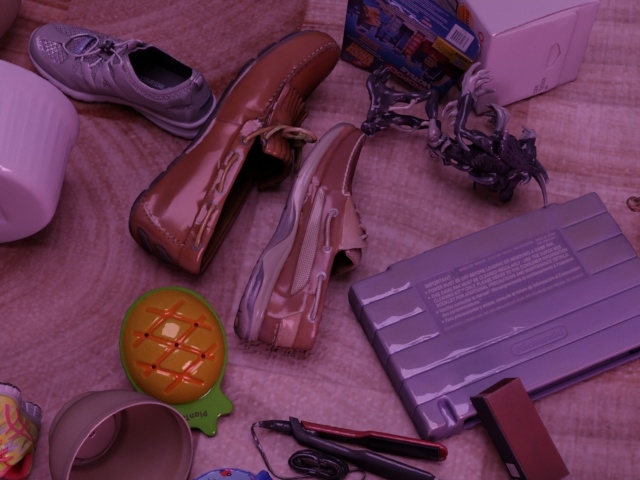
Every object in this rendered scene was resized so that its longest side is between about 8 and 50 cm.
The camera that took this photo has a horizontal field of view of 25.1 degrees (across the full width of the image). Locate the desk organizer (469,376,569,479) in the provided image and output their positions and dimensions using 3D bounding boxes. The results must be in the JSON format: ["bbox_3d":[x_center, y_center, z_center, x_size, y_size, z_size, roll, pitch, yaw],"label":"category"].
[{"bbox_3d":[0.230,0.225,1.656,0.050,0.047,0.130,-28,91,-17],"label":"desk organizer"}]

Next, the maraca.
[{"bbox_3d":[-0.169,0.146,1.701,0.127,0.099,0.185,-13,85,-8],"label":"maraca"}]

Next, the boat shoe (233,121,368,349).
[{"bbox_3d":[0.000,0.000,1.794,0.116,0.123,0.324,22,65,3],"label":"boat shoe"}]

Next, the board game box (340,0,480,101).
[{"bbox_3d":[0.107,-0.277,1.943,0.194,0.194,0.060,35,67,-3],"label":"board game box"}]

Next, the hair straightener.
[{"bbox_3d":[0.027,0.255,1.663,0.230,0.047,0.089,13,58,6],"label":"hair straightener"}]

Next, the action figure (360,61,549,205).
[{"bbox_3d":[0.192,-0.149,1.865,0.276,0.164,0.141,25,71,20],"label":"action figure"}]

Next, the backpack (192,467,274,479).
[{"bbox_3d":[-0.095,0.321,1.577,0.158,0.117,0.173,-39,64,-24],"label":"backpack"}]

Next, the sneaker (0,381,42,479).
[{"bbox_3d":[-0.363,0.214,1.589,0.081,0.208,0.094,-7,69,14],"label":"sneaker"}]

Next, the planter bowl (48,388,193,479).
[{"bbox_3d":[-0.239,0.234,1.617,0.162,0.162,0.109,-36,38,-22],"label":"planter bowl"}]

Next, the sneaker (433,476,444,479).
[{"bbox_3d":[0.149,0.414,1.519,0.182,0.127,0.315,19,57,12],"label":"sneaker"}]

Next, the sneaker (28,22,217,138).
[{"bbox_3d":[-0.263,-0.242,1.930,0.281,0.115,0.105,21,59,11],"label":"sneaker"}]

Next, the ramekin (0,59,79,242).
[{"bbox_3d":[-0.440,-0.103,1.749,0.277,0.277,0.135,3,64,-1],"label":"ramekin"}]

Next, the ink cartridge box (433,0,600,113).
[{"bbox_3d":[0.242,-0.328,1.973,0.168,0.171,0.232,-21,60,-15],"label":"ink cartridge box"}]

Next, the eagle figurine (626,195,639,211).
[{"bbox_3d":[0.548,0.000,1.773,0.298,0.225,0.226,24,49,25],"label":"eagle figurine"}]

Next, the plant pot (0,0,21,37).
[{"bbox_3d":[-0.516,-0.344,1.926,0.191,0.284,0.284,-4,49,-48],"label":"plant pot"}]

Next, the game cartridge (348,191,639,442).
[{"bbox_3d":[0.237,0.088,1.775,0.355,0.068,0.230,-20,56,-14],"label":"game cartridge"}]

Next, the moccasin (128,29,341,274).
[{"bbox_3d":[-0.084,-0.118,1.845,0.147,0.139,0.380,30,61,15],"label":"moccasin"}]
